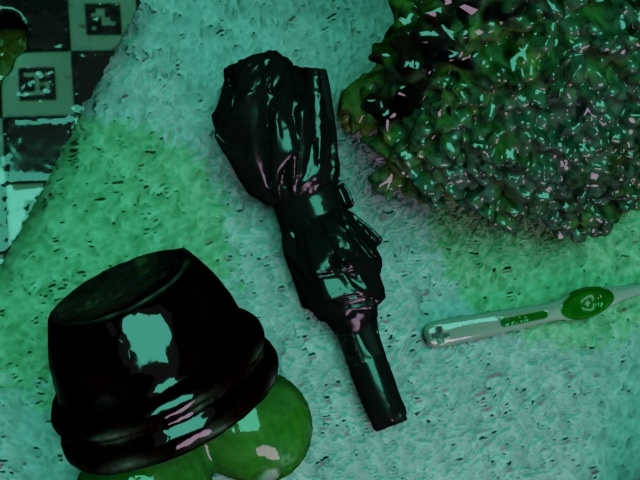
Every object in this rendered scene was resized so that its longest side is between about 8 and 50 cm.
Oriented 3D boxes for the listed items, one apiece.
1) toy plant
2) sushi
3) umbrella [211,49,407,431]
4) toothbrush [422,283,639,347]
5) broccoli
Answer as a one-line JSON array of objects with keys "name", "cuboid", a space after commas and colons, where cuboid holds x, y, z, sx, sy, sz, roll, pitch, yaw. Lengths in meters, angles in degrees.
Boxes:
[{"name": "toy plant", "cuboid": [-0.116, 0.139, 0.806, 0.218, 0.175, 0.235, -29, 110, -23]}, {"name": "sushi", "cuboid": [-0.336, -0.146, 0.876, 0.294, 0.059, 0.292, 23, 73, -6]}, {"name": "umbrella", "cuboid": [0.000, 0.000, 0.901, 0.118, 0.118, 0.340, -21, 91, -16]}, {"name": "toothbrush", "cuboid": [0.237, 0.059, 0.970, 0.304, 0.030, 0.030, -11, 79, -12]}, {"name": "broccoli", "cuboid": [0.198, -0.172, 0.905, 0.348, 0.293, 0.281, 7, 37, -21]}]
